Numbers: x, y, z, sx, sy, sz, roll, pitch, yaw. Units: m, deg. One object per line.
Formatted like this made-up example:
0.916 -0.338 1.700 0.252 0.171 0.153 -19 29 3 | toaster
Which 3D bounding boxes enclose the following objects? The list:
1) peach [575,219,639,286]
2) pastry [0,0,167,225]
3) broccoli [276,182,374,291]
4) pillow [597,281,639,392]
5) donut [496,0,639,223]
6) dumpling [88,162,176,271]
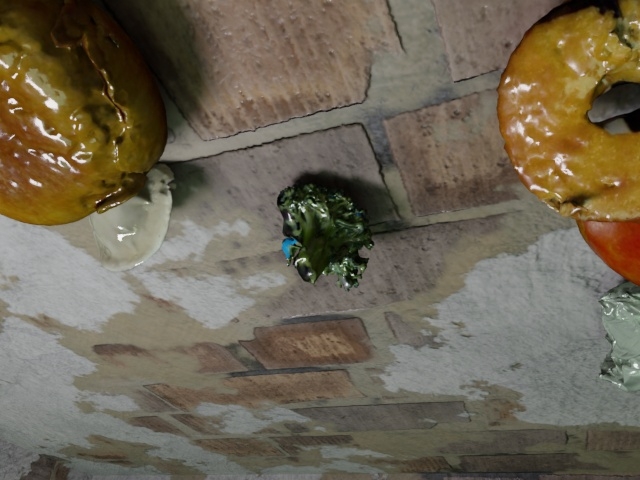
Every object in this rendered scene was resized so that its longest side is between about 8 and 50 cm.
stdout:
0.483 -0.052 0.651 0.281 0.281 0.338 32 170 -30 | peach
-0.353 -0.156 0.626 0.356 0.163 0.356 5 146 4 | pastry
0.000 0.000 0.785 0.155 0.160 0.167 12 127 21 | broccoli
0.647 0.158 0.926 0.310 0.138 0.283 -8 132 15 | pillow
0.307 -0.134 0.519 0.254 0.118 0.253 11 110 33 | donut
-0.285 -0.023 0.800 0.111 0.155 0.181 -3 139 -29 | dumpling
